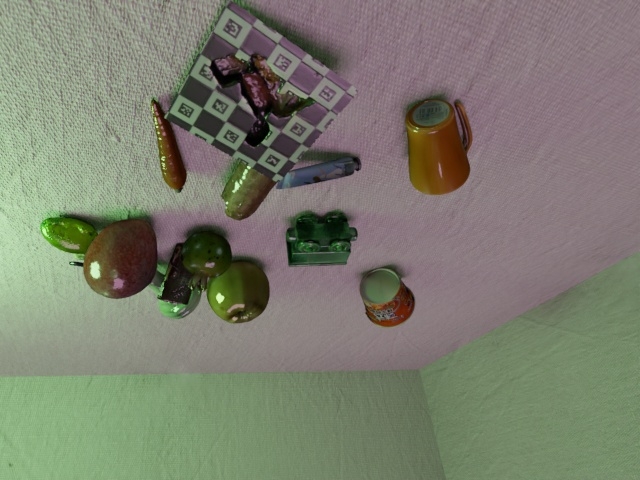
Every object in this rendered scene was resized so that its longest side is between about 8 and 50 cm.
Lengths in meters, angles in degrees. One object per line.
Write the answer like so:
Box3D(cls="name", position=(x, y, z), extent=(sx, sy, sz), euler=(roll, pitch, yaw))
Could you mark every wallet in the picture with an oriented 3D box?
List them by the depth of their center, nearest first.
Box3D(cls="wallet", position=(-0.533, 0.133, 1.735), extent=(0.122, 0.232, 0.031), euler=(18, -177, -35))

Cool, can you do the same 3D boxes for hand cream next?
Box3D(cls="hand cream", position=(-0.002, -0.204, 1.361), extent=(0.272, 0.058, 0.091), euler=(-16, 161, -23))

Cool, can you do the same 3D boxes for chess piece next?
Box3D(cls="chess piece", position=(-0.637, 0.171, 1.798), extent=(0.195, 0.194, 0.299), euler=(-20, 138, 19))

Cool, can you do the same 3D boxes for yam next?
Box3D(cls="yam", position=(-0.208, -0.173, 1.365), extent=(0.129, 0.128, 0.238), euler=(34, 132, -8))

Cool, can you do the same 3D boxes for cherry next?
Box3D(cls="cherry", position=(-0.662, 0.061, 1.516), extent=(0.221, 0.261, 0.307), euler=(22, 100, -7))

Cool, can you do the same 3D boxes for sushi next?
Box3D(cls="sushi", position=(-0.150, -0.348, 1.110), extent=(0.343, 0.064, 0.359), euler=(28, 132, -24))

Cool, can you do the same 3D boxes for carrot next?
Box3D(cls="carrot", position=(-0.421, -0.251, 1.253), extent=(0.069, 0.069, 0.335), euler=(-3, 143, -9))

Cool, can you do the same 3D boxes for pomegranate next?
Box3D(cls="pomegranate", position=(-0.419, 0.079, 1.637), extent=(0.187, 0.224, 0.187), euler=(6, 152, 3))

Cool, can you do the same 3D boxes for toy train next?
Box3D(cls="toy train", position=(0.000, 0.000, 1.686), extent=(0.267, 0.145, 0.201), euler=(-1, 152, -11))

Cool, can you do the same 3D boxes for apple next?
Box3D(cls="apple", position=(-0.336, 0.211, 1.876), extent=(0.263, 0.262, 0.262), euler=(-6, 149, -4))

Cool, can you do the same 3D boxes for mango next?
Box3D(cls="mango", position=(-0.830, -0.021, 1.494), extent=(0.179, 0.100, 0.119), euler=(30, 94, -37))

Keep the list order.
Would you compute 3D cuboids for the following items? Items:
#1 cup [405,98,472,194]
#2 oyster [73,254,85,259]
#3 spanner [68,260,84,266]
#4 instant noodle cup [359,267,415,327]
Box3D(cls="cup", position=(0.349, -0.281, 1.309), extent=(0.226, 0.182, 0.263), euler=(-41, 142, -9))
Box3D(cls="oyster", position=(-0.804, 0.060, 1.661), extent=(0.209, 0.071, 0.132), euler=(9, 142, -24))
Box3D(cls="spanner", position=(-0.818, 0.115, 1.736), extent=(0.087, 0.024, 0.316), euler=(-3, 166, 29))
Box3D(cls="instant noodle cup", position=(0.300, 0.259, 2.118), extent=(0.251, 0.250, 0.192), euler=(-17, 139, 14))
